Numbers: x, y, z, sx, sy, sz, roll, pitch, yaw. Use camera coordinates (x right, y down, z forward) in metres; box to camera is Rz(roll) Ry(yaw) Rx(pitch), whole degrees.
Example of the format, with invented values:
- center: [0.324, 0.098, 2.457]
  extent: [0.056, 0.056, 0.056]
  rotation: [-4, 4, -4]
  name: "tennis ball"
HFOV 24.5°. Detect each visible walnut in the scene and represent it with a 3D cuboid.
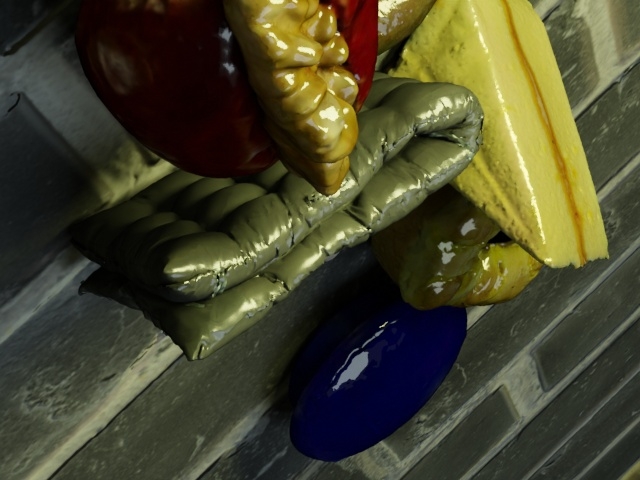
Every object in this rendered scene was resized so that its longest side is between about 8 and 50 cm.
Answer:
- center: [-0.047, -0.144, 1.057]
  extent: [0.222, 0.244, 0.269]
  rotation: [-43, 153, -9]
  name: "walnut"

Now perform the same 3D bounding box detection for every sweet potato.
- center: [0.032, -0.187, 1.293]
  extent: [0.244, 0.077, 0.077]
  rotation: [-42, 152, -10]
  name: "sweet potato"

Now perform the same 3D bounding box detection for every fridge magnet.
- center: [0.065, 0.152, 1.745]
  extent: [0.265, 0.113, 0.265]
  rotation: [-34, 150, -23]
  name: "fridge magnet"

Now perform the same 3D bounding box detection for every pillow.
- center: [-0.038, -0.037, 1.239]
  extent: [0.326, 0.228, 0.101]
  rotation: [-33, 116, -20]
  name: "pillow"

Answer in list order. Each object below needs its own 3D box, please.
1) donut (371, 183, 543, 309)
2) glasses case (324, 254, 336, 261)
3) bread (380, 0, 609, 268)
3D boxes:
- center: [0.175, -0.027, 1.641]
  extent: [0.261, 0.128, 0.208]
  rotation: [0, 127, -54]
  name: "donut"
- center: [0.000, 0.000, 1.551]
  extent: [0.032, 0.021, 0.083]
  rotation: [-50, 152, 3]
  name: "glasses case"
- center: [0.203, -0.117, 1.421]
  extent: [0.168, 0.264, 0.163]
  rotation: [-8, 137, -57]
  name: "bread"
